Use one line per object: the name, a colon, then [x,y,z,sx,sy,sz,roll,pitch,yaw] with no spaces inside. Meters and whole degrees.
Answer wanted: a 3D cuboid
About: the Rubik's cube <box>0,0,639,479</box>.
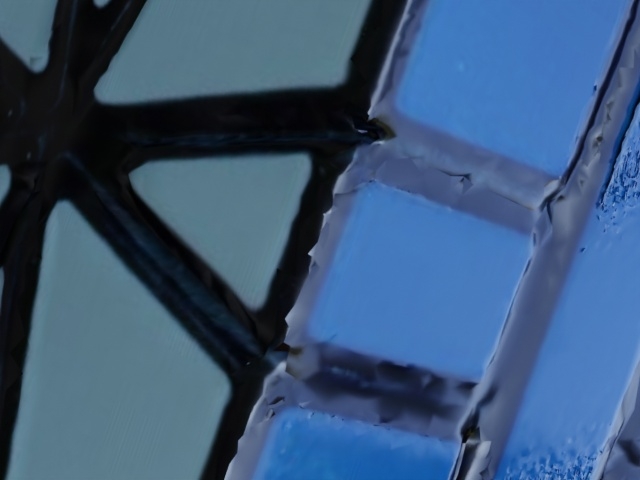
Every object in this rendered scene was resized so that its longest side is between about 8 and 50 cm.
Rubik's cube: [0.000,0.000,0.675,0.283,0.293,0.288,17,96,-42]
